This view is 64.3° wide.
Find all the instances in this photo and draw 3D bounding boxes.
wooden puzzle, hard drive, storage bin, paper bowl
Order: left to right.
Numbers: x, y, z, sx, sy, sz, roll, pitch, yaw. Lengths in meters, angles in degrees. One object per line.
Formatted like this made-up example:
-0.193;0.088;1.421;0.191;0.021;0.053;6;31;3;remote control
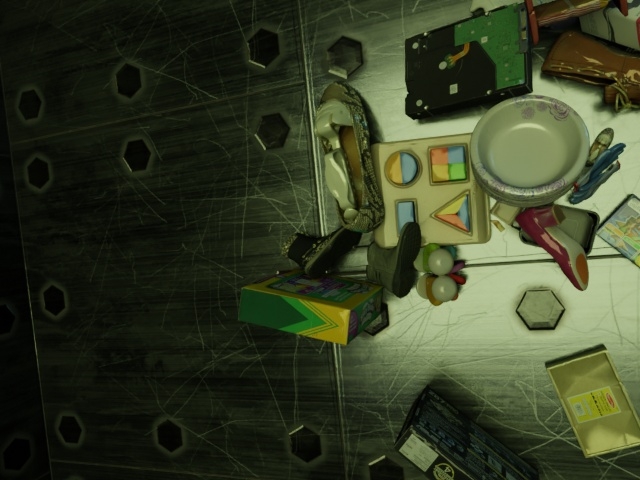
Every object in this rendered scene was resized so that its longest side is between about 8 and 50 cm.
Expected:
0.310;-0.141;1.490;0.347;0.080;0.323;-3;93;21;wooden puzzle
0.392;-0.477;1.378;0.338;0.064;0.237;-6;79;37;hard drive
0.529;-0.088;1.449;0.078;0.014;0.116;42;107;8;wooden puzzle
0.541;-0.224;1.338;0.283;0.148;0.285;-5;73;18;paper bowl
0.640;-0.035;1.374;0.180;0.084;0.122;14;99;18;storage bin

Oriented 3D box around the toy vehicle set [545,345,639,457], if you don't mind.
0.753;0.443;1.393;0.165;0.035;0.267;-24;86;20;toy vehicle set

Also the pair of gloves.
0.701;-0.168;1.291;0.159;0.198;0.023;-43;59;7;pair of gloves

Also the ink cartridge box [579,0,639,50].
0.764;-0.560;1.204;0.172;0.100;0.237;-42;43;6;ink cartridge box

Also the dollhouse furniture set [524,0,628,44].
0.596;-0.646;1.235;0.201;0.374;0.152;-10;127;26;dollhouse furniture set

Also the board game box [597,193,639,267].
0.846;-0.007;1.325;0.201;0.035;0.136;43;107;12;board game box

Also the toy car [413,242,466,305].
0.356;0.093;1.471;0.136;0.159;0.182;-8;92;-14;toy car

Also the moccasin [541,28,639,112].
0.748;-0.396;1.276;0.379;0.139;0.147;31;105;16;moccasin

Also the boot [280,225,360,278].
-0.001;-0.001;1.604;0.236;0.085;0.178;-44;41;-16;boot

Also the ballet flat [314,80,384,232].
0.066;-0.257;1.490;0.163;0.182;0.484;-18;82;36;ballet flat

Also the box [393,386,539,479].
0.407;0.598;1.383;0.394;0.318;0.097;36;106;13;box

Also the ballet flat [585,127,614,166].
0.738;-0.247;1.344;0.041;0.041;0.114;34;104;15;ballet flat

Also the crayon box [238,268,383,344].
-0.011;0.180;1.482;0.312;0.363;0.106;10;99;20;crayon box

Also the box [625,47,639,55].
0.883;-0.448;1.245;0.232;0.087;0.058;34;84;13;box

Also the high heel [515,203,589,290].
0.602;0.026;1.323;0.117;0.082;0.244;-18;105;55;high heel

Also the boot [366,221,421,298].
0.199;0.039;1.494;0.161;0.083;0.247;31;126;41;boot

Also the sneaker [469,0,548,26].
0.513;-0.615;1.384;0.232;0.090;0.115;36;112;24;sneaker
